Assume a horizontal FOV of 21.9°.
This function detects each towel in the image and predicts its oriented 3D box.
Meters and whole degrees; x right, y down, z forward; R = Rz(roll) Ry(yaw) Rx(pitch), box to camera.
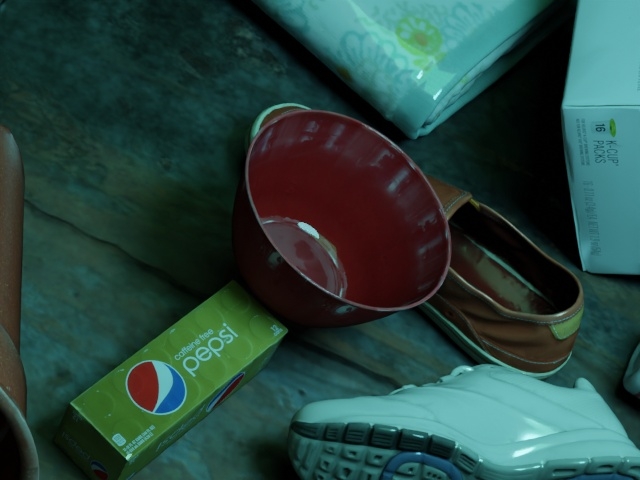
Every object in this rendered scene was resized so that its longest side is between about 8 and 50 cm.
[{"bbox_3d":[0.079,-0.287,1.597,0.320,0.090,0.374,40,48,12],"label":"towel"}]

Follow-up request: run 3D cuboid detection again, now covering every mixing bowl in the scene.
[{"bbox_3d":[0.000,0.000,1.277,0.181,0.098,0.181,20,48,-23],"label":"mixing bowl"}]

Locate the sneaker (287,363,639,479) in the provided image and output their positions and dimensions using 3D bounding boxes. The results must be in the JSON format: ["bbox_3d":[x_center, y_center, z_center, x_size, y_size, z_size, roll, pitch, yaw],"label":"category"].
[{"bbox_3d":[0.108,0.156,1.273,0.297,0.111,0.129,9,36,-24],"label":"sneaker"}]

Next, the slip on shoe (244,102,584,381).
[{"bbox_3d":[0.083,-0.014,1.376,0.331,0.101,0.123,38,50,8],"label":"slip on shoe"}]

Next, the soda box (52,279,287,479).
[{"bbox_3d":[-0.109,0.106,1.222,0.061,0.058,0.181,43,49,11],"label":"soda box"}]

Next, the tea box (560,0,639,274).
[{"bbox_3d":[0.397,-0.155,1.467,0.323,0.220,0.329,0,48,17],"label":"tea box"}]

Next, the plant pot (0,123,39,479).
[{"bbox_3d":[-0.304,0.036,1.067,0.272,0.272,0.265,14,43,-15],"label":"plant pot"}]

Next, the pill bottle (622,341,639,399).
[{"bbox_3d":[0.343,0.130,1.394,0.160,0.087,0.087,33,48,1],"label":"pill bottle"}]
